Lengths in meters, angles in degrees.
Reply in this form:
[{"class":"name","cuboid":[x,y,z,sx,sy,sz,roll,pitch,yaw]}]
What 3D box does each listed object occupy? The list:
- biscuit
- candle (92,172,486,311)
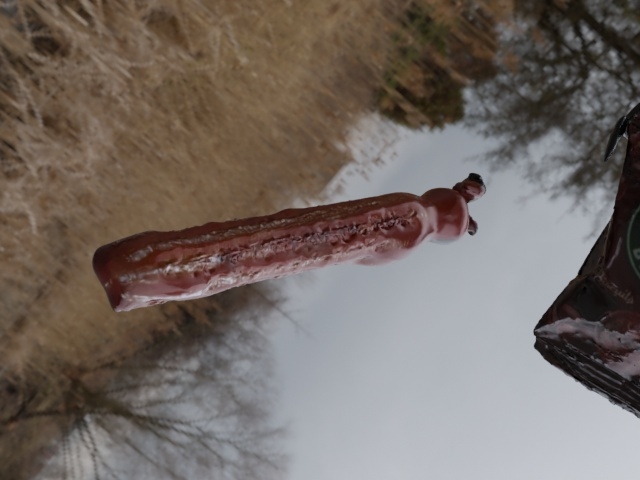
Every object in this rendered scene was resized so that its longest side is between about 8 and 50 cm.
[{"class":"biscuit","cuboid":[0.245,0.026,0.661,0.063,0.151,0.235,-22,135,-55]},{"class":"candle","cuboid":[0.000,0.000,0.638,0.329,0.051,0.048,-12,145,-39]}]
